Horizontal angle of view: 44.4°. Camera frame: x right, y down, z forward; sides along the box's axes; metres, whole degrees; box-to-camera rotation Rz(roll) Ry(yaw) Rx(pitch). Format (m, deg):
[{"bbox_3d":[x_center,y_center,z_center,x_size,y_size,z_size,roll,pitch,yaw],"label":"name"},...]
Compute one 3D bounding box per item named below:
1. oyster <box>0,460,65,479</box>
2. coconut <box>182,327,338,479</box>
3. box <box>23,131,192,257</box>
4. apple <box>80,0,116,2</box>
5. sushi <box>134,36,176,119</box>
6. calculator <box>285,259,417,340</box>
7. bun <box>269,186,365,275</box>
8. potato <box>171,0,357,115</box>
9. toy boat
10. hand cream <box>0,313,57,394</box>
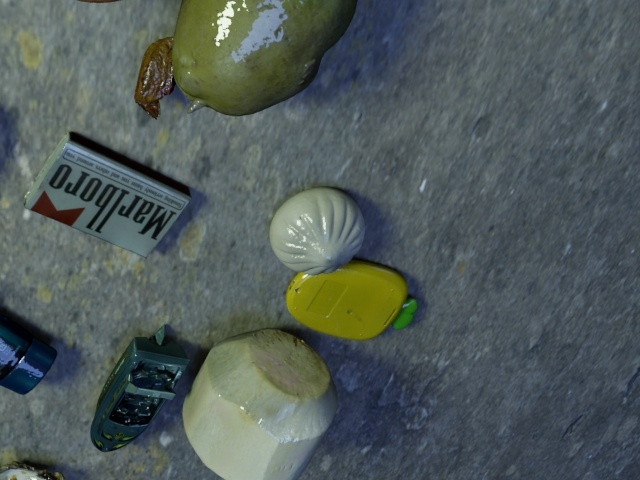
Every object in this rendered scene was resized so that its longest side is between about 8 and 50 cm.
[{"bbox_3d":[-0.488,0.389,1.265,0.148,0.051,0.103,9,127,-6],"label":"oyster"},{"bbox_3d":[-0.094,0.258,1.196,0.241,0.241,0.241,-9,129,-12],"label":"coconut"},{"bbox_3d":[-0.270,-0.054,1.005,0.178,0.036,0.115,26,116,-33],"label":"box"},{"bbox_3d":[-0.210,-0.326,0.731,0.210,0.164,0.209,-13,142,-10],"label":"apple"},{"bbox_3d":[-0.186,-0.195,0.913,0.047,0.050,0.099,16,111,-24],"label":"sushi"},{"bbox_3d":[0.055,0.097,1.234,0.235,0.032,0.146,16,120,-27],"label":"calculator"},{"bbox_3d":[0.000,0.000,1.102,0.138,0.094,0.138,-7,130,-9],"label":"bun"},{"bbox_3d":[-0.070,-0.239,0.855,0.174,0.159,0.251,34,100,-8],"label":"potato"},{"bbox_3d":[-0.286,0.246,1.193,0.093,0.103,0.246,17,122,-30],"label":"toy boat"},{"bbox_3d":[-0.493,0.119,1.055,0.120,0.061,0.270,-43,123,14],"label":"hand cream"}]
